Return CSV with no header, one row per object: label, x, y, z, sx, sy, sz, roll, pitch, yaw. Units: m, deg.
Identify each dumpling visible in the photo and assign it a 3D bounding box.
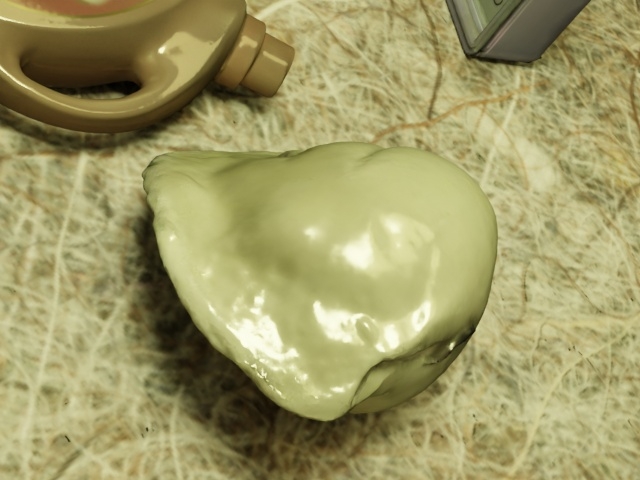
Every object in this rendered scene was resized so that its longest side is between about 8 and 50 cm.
dumpling,-0.003,0.005,0.776,0.226,0.243,0.175,27,88,11

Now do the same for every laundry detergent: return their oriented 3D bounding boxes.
laundry detergent,-0.139,-0.135,0.822,0.237,0.076,0.171,26,52,-15

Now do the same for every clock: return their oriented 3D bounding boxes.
clock,0.172,-0.256,0.997,0.073,0.193,0.145,0,60,-28
